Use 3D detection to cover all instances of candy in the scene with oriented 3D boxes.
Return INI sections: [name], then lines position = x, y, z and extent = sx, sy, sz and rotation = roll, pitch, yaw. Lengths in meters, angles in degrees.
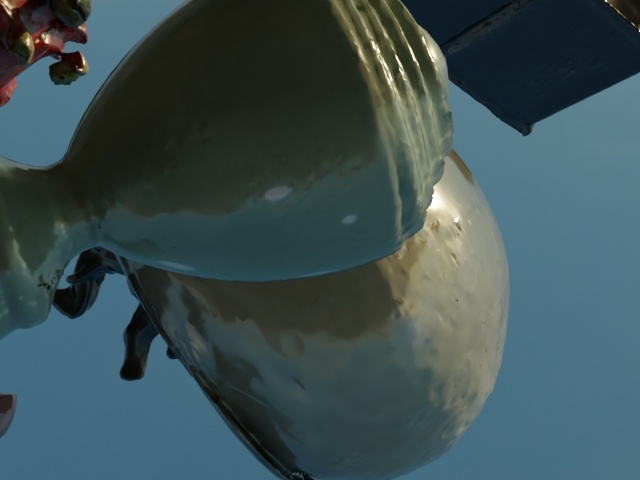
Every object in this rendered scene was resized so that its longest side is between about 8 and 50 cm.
[candy]
position = 0.000, 0.000, 0.892
extent = 0.185, 0.295, 0.295
rotation = -28, -141, 8

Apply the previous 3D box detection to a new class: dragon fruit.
[dragon fruit]
position = -0.235, -0.145, 0.981
extent = 0.172, 0.160, 0.166
rotation = -19, -177, -18

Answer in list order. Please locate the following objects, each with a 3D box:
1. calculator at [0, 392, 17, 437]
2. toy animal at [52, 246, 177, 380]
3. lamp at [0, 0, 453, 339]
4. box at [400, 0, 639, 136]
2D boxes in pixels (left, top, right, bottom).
[calculator]
position = -0.353, 0.122, 0.896
extent = 0.330, 0.220, 0.048
rotation = -5, -93, 11
[toy animal]
position = -0.115, 0.048, 1.378
extent = 0.245, 0.146, 0.114
rotation = 8, -153, -2
[lamp]
position = -0.047, -0.025, 0.505
extent = 0.193, 0.106, 0.106
rotation = -21, -141, -12
[box]
position = 0.211, -0.318, 1.458
extent = 0.204, 0.251, 0.345
rotation = -27, -147, 53
